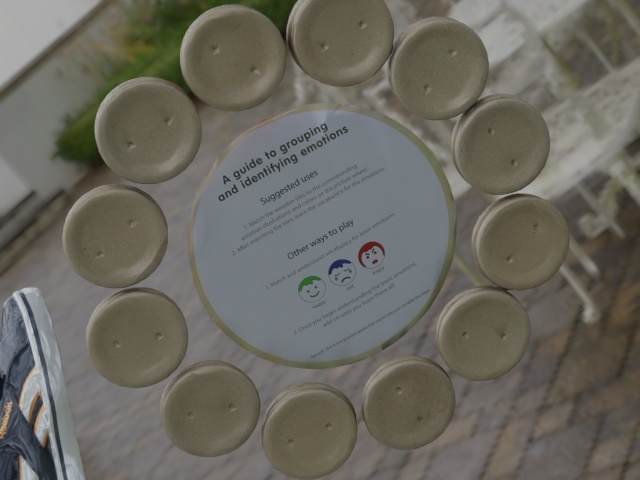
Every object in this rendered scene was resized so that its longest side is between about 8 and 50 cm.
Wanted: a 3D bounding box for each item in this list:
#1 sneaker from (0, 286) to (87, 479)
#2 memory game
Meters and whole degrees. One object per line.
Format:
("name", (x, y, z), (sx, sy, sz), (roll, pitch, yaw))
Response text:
("sneaker", (-0.306, 0.197, 1.425), (0.127, 0.321, 0.126), (-9, -27, -14))
("memory game", (0.000, 0.000, 0.515), (0.186, 0.186, 0.012), (-40, 20, 1))
